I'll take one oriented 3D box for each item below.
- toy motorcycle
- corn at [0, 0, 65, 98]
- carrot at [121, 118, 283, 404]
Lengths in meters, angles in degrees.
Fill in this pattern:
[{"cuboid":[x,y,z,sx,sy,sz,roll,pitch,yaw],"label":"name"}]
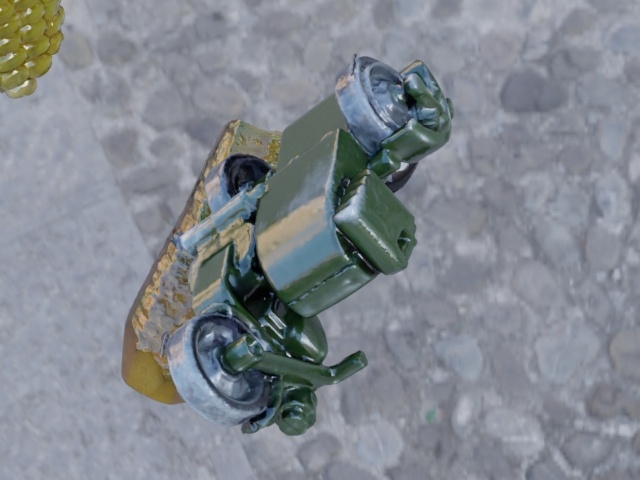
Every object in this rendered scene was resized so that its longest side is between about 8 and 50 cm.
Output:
[{"cuboid":[0.000,0.000,0.965,0.205,0.127,0.275,-33,32,30],"label":"toy motorcycle"},{"cuboid":[-0.162,-0.161,0.545,0.080,0.238,0.080,-15,32,10],"label":"corn"},{"cuboid":[-0.103,0.017,1.415,0.114,0.114,0.302,32,106,26],"label":"carrot"}]
